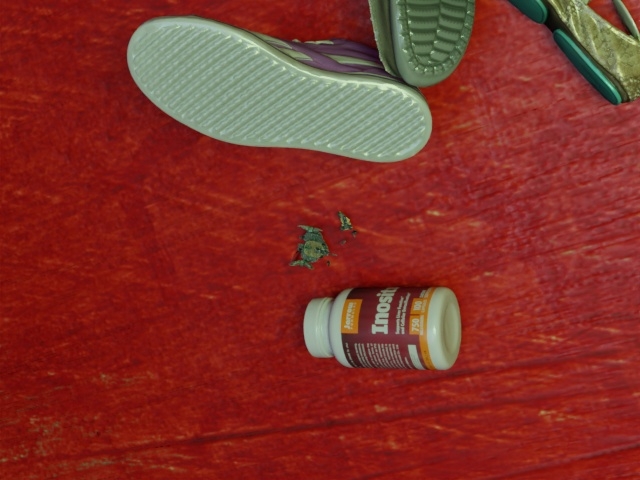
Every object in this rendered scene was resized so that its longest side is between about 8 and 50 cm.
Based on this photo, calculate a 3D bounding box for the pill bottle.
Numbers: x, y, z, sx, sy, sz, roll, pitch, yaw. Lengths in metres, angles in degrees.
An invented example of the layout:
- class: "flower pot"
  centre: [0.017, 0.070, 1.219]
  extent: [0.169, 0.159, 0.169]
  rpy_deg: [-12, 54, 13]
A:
- class: "pill bottle"
  centre: [0.064, 0.091, 1.031]
  extent: [0.152, 0.086, 0.086]
  rpy_deg: [-2, 105, 24]

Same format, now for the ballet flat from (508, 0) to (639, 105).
- class: "ballet flat"
  centre: [0.223, -0.212, 0.888]
  extent: [0.067, 0.073, 0.206]
  rpy_deg: [-43, 89, 2]

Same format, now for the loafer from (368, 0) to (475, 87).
- class: "loafer"
  centre: [0.076, -0.258, 0.903]
  extent: [0.087, 0.094, 0.251]
  rpy_deg: [-16, 76, 57]

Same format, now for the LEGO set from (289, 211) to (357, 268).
- class: "LEGO set"
  centre: [0.002, 0.002, 1.070]
  extent: [0.083, 0.023, 0.054]
  rpy_deg: [-18, 100, 14]

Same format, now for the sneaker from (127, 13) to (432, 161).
- class: "sneaker"
  centre: [-0.038, -0.155, 0.945]
  extent: [0.282, 0.161, 0.102]
  rpy_deg: [17, 116, -9]
